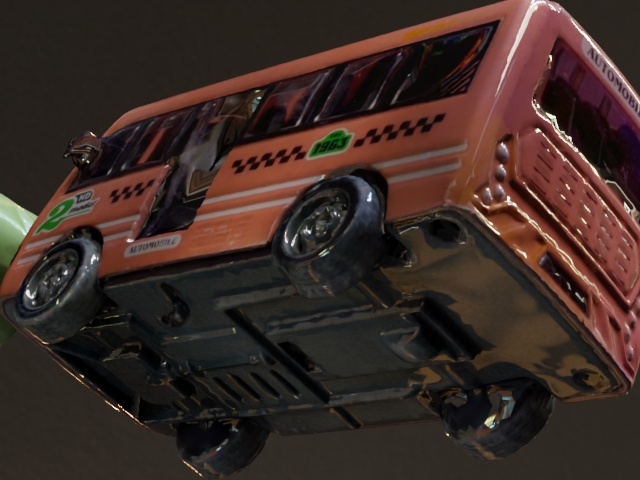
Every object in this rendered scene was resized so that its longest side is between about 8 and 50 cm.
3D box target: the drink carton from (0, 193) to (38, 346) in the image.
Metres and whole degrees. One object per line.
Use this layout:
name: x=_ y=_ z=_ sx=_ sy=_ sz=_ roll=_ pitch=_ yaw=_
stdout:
drink carton: x=-0.278 y=0.002 z=1.255 sx=0.142 sy=0.144 sz=0.146 roll=34 pitch=-95 yaw=-30

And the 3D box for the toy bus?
toy bus: x=0.000 y=0.000 z=1.112 sx=0.203 sy=0.427 sz=0.233 roll=45 pitch=-127 yaw=-32
